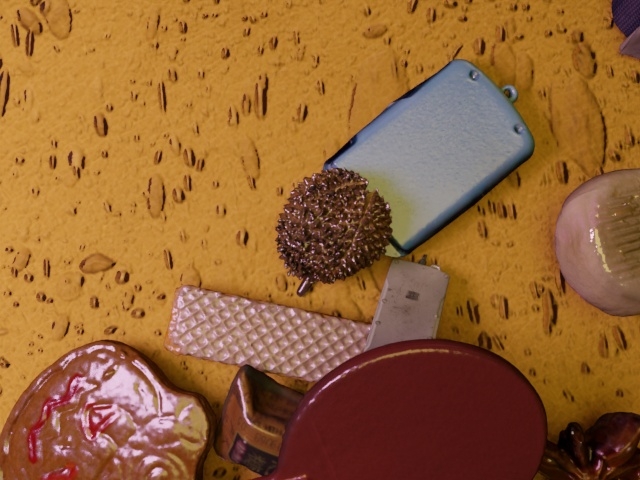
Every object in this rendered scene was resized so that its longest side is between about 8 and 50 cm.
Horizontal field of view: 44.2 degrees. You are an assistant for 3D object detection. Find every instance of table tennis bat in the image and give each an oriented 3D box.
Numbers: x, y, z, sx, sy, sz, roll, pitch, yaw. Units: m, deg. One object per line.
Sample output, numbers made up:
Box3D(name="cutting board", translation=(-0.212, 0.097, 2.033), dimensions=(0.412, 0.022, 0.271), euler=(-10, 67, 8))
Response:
Box3D(name="table tennis bat", translation=(0.054, 0.254, 0.888), dimensions=(0.414, 0.051, 0.268), euler=(-20, 111, 5))

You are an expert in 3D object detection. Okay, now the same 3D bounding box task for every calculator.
Box3D(name="calculator", translation=(0.140, -0.109, 1.022), dimensions=(0.293, 0.051, 0.173), euler=(-38, 86, -3))

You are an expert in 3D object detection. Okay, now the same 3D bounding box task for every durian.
Box3D(name="durian", translation=(0.000, 0.000, 0.973), dimensions=(0.148, 0.091, 0.189), euler=(34, 122, 14))

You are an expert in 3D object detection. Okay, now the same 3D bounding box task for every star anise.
Box3D(name="star anise", translation=(0.326, 0.288, 0.965), dimensions=(0.196, 0.111, 0.212), euler=(-31, 94, 2))

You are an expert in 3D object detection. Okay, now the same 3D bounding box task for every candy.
Box3D(name="candy", translation=(0.002, 0.259, 0.964), dimensions=(0.271, 0.101, 0.143), euler=(23, 116, -2))

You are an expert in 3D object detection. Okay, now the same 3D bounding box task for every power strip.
Box3D(name="power strip", translation=(0.105, 0.101, 0.965), dimensions=(0.079, 0.029, 0.227), euler=(17, 49, 7))

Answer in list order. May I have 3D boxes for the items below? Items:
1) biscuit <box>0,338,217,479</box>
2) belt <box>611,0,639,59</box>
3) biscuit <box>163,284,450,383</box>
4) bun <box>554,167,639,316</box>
Box3D(name="biscuit", translation=(-0.270, 0.267, 0.959), dimensions=(0.257, 0.049, 0.273), euler=(31, 95, 12))
Box3D(name="belt", translation=(0.499, -0.287, 1.007), dimensions=(0.230, 0.126, 0.140), euler=(26, 84, 0))
Box3D(name="biscuit", translation=(-0.006, 0.136, 0.998), dimensions=(0.378, 0.054, 0.094), euler=(13, 86, 0))
Box3D(name="bun", translation=(0.387, 0.000, 0.984), dimensions=(0.193, 0.128, 0.179), euler=(-17, 86, -14))
